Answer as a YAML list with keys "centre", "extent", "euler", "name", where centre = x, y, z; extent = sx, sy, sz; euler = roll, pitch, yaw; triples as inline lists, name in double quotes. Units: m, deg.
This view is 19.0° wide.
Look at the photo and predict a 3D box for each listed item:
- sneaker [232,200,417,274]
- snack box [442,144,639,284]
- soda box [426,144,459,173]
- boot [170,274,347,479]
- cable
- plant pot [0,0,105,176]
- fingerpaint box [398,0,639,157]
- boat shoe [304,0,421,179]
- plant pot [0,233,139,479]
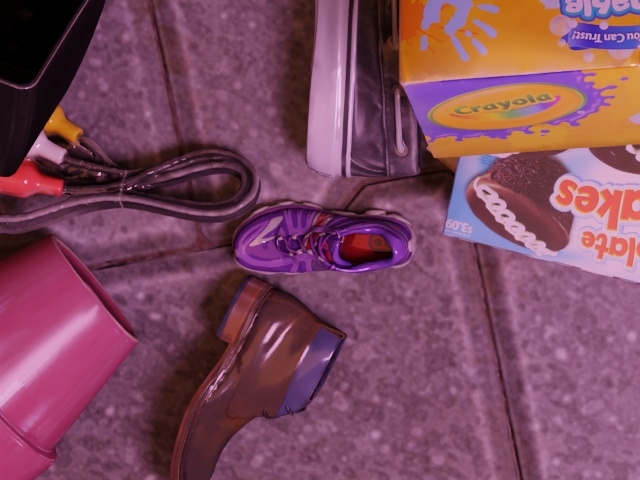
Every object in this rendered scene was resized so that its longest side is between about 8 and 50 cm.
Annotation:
- centre: [0.000, 0.000, 1.713]
  extent: [0.169, 0.071, 0.068]
  euler: [-3, 98, 14]
  name: "sneaker"
- centre: [0.277, -0.058, 1.579]
  extent: [0.322, 0.060, 0.187]
  euler: [14, 101, 14]
  name: "snack box"
- centre: [0.174, -0.132, 1.661]
  extent: [0.061, 0.058, 0.181]
  euler: [41, 105, 4]
  name: "soda box"
- centre: [-0.059, 0.152, 1.744]
  extent: [0.106, 0.082, 0.219]
  euler: [23, 101, 11]
  name: "boot"
- centre: [-0.204, -0.057, 1.734]
  extent: [0.287, 0.072, 0.139]
  euler: [14, 66, 15]
  name: "cable"
- centre: [-0.301, -0.168, 1.667]
  extent: [0.188, 0.187, 0.167]
  euler: [20, 141, 5]
  name: "plant pot"
- centre: [0.290, -0.272, 1.488]
  extent: [0.444, 0.163, 0.371]
  euler: [-4, 70, 12]
  name: "fingerpaint box"
- centre: [0.058, -0.215, 1.657]
  extent: [0.119, 0.121, 0.335]
  euler: [5, 110, 4]
  name: "boat shoe"
- centre: [-0.274, 0.098, 1.737]
  extent: [0.180, 0.201, 0.201]
  euler: [-40, 89, -1]
  name: "plant pot"
